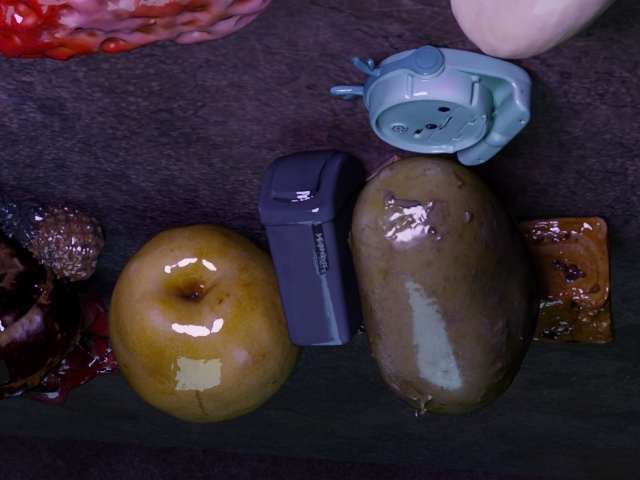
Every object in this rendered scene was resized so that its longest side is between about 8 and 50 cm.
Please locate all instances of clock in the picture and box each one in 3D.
[{"bbox_3d":[0.119,-0.154,1.309,0.211,0.065,0.159,11,156,-13],"label":"clock"}]

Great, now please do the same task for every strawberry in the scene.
[{"bbox_3d":[-0.166,-0.227,0.959,0.336,0.149,0.265,-21,165,14],"label":"strawberry"}]

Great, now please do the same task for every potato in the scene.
[{"bbox_3d":[0.158,0.044,1.478,0.219,0.269,0.359,2,126,26],"label":"potato"}]

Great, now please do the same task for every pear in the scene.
[{"bbox_3d":[-0.171,0.123,1.744,0.315,0.314,0.314,4,158,2],"label":"pear"}]

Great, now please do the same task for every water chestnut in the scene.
[{"bbox_3d":[-0.519,0.126,1.823,0.300,0.299,0.300,4,158,2],"label":"water chestnut"}]

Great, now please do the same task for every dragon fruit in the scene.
[{"bbox_3d":[-0.445,0.182,2.028,0.293,0.233,0.234,23,157,-1],"label":"dragon fruit"}]

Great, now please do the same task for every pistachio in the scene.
[{"bbox_3d":[0.191,-0.237,1.022,0.145,0.117,0.200,20,153,-20],"label":"pistachio"}]

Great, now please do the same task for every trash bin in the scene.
[{"bbox_3d":[0.000,0.000,1.500,0.101,0.236,0.176,-3,-160,17],"label":"trash bin"}]

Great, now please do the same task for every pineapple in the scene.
[{"bbox_3d":[-0.417,-0.015,1.725,0.198,0.108,0.108,26,151,-25],"label":"pineapple"}]

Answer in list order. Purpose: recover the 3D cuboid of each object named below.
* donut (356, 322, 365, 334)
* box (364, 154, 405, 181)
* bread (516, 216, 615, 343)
[{"bbox_3d":[0.090,0.045,1.681,0.230,0.096,0.216,-27,135,21],"label":"donut"},{"bbox_3d":[0.139,-0.075,1.557,0.149,0.020,0.073,16,157,-25],"label":"box"},{"bbox_3d":[0.348,0.057,1.662,0.149,0.158,0.143,3,149,17],"label":"bread"}]
